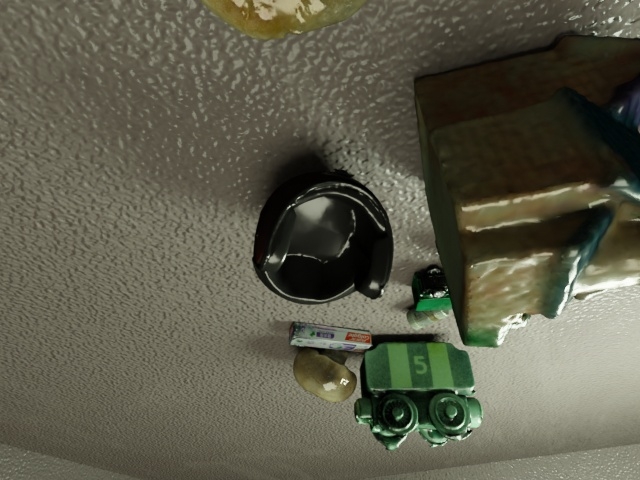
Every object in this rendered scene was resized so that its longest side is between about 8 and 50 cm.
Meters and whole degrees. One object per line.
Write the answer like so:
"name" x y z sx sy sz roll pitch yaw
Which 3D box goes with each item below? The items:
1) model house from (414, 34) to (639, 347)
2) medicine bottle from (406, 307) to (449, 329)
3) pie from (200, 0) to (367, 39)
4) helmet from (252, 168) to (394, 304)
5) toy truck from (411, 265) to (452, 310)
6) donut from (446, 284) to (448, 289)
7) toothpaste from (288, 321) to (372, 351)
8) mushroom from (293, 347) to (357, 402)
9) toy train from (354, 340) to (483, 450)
"model house" 0.270 -0.060 0.465 0.280 0.312 0.245 -9 136 11
"medicine bottle" 0.235 0.159 0.923 0.047 0.047 0.083 31 129 -33
"pie" -0.048 -0.280 0.388 0.218 0.052 0.185 16 142 -17
"helmet" 0.000 0.000 0.609 0.189 0.193 0.216 15 126 -14
"toy truck" 0.261 0.095 0.833 0.147 0.065 0.079 -4 142 2
"donut" 0.310 0.054 0.764 0.166 0.108 0.065 5 165 4
"toothpaste" 0.024 0.232 1.005 0.196 0.040 0.047 10 143 -13
"mushroom" 0.014 0.324 1.044 0.166 0.127 0.166 28 160 11
"toy train" 0.229 0.370 1.024 0.299 0.238 0.167 1 146 -2
